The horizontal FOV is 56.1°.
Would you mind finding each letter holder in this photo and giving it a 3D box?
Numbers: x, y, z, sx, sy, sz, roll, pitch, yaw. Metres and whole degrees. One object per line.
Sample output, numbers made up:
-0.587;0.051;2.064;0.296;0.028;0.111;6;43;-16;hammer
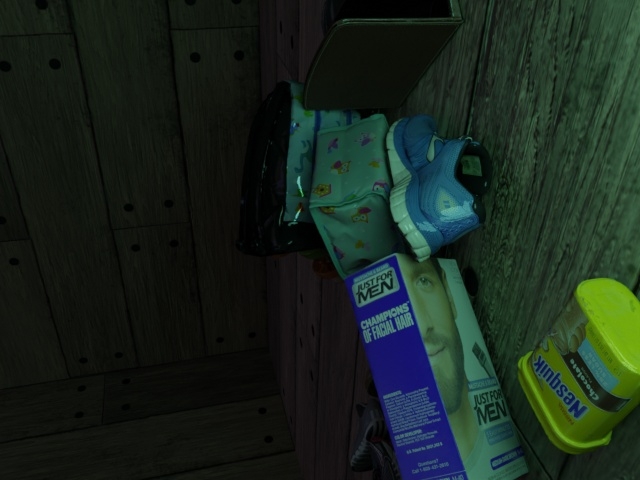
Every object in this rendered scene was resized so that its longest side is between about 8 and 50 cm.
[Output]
0.074;-0.356;1.036;0.302;0.215;0.151;131;131;-73;letter holder

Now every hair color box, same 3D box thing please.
0.170;0.195;0.882;0.110;0.185;0.338;-31;67;34;hair color box

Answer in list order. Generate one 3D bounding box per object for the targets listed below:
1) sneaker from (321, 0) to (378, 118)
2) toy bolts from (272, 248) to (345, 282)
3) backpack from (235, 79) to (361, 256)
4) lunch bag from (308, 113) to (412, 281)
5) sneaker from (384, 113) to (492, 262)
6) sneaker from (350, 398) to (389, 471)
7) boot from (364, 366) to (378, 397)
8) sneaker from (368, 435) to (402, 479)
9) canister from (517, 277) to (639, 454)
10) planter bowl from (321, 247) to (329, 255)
0.082;-0.397;1.278;0.130;0.109;0.286;-148;43;-66;sneaker
0.000;0.000;1.539;0.158;0.218;0.228;53;-132;-36;toy bolts
-0.049;-0.153;1.259;0.290;0.274;0.355;168;95;-69;backpack
0.092;-0.050;1.063;0.223;0.160;0.262;-83;-27;-45;lunch bag
0.188;-0.101;0.919;0.129;0.147;0.330;58;-159;-33;sneaker
0.126;0.503;1.589;0.132;0.086;0.228;-104;24;-49;sneaker
0.137;0.133;1.146;0.236;0.089;0.269;-47;33;12;boot
0.152;0.625;1.441;0.121;0.112;0.299;152;111;-76;sneaker
0.293;0.138;0.655;0.169;0.073;0.126;99;159;-47;canister
0.090;-0.020;1.319;0.162;0.162;0.109;124;159;-71;planter bowl
